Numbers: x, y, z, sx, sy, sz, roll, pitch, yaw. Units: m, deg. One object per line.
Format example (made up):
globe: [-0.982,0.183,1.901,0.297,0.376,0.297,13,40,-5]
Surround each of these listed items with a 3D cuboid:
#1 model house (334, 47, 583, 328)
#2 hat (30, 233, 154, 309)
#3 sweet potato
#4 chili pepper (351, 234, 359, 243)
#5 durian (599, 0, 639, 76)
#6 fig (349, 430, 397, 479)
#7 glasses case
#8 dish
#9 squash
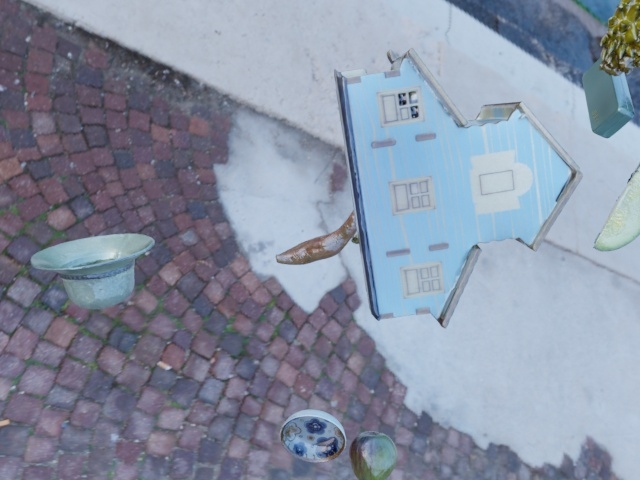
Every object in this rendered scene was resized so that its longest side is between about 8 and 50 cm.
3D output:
model house: [0.133,-0.062,0.629,0.206,0.178,0.271,-9,98,3]
hat: [-0.484,0.078,1.362,0.257,0.257,0.130,-17,110,-38]
sweet potato: [0.008,0.007,1.526,0.078,0.255,0.058,56,23,-12]
chili pepper: [0.195,-0.019,1.932,0.202,0.052,0.050,-12,39,-12]
durian: [0.637,-0.393,1.064,0.341,0.191,0.112,-17,39,-8]
fig: [0.145,0.659,1.749,0.149,0.149,0.245,0,89,-35]
glasses case: [0.585,-0.297,1.279,0.039,0.078,0.184,21,51,-14]
dish: [-0.012,0.401,1.349,0.141,0.141,0.078,42,26,-15]
squash: [0.785,-0.078,1.567,0.093,0.169,0.252,31,46,19]
